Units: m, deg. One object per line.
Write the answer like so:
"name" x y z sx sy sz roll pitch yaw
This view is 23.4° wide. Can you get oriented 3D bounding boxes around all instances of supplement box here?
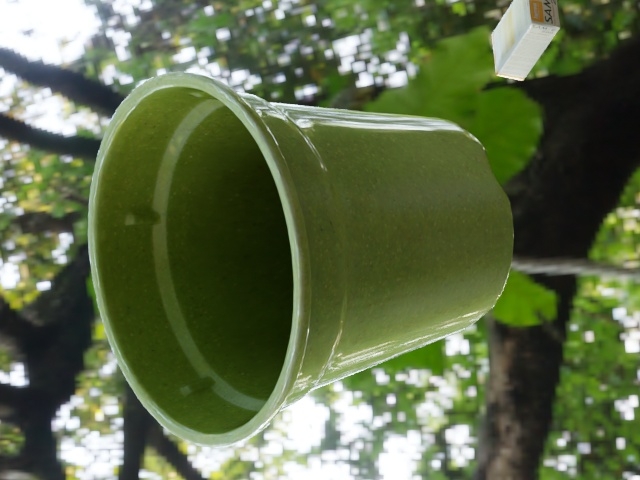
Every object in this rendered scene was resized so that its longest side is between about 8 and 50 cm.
"supplement box" 0.227 -0.232 1.709 0.036 0.098 0.062 9 -123 -15

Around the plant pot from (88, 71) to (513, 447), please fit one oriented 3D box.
"plant pot" 0.000 0.000 1.192 0.254 0.276 0.276 -9 -89 -37
